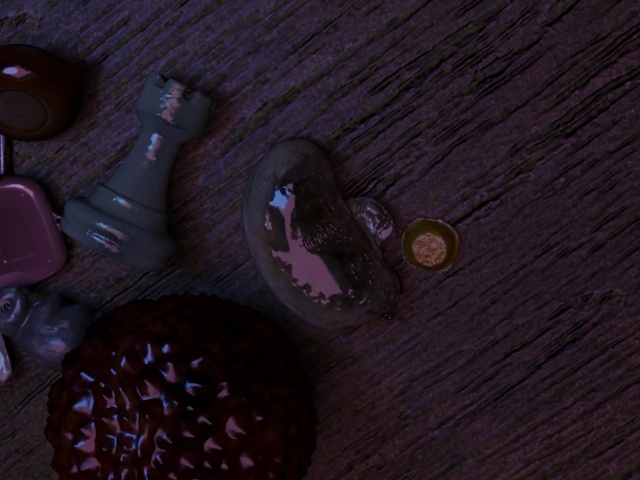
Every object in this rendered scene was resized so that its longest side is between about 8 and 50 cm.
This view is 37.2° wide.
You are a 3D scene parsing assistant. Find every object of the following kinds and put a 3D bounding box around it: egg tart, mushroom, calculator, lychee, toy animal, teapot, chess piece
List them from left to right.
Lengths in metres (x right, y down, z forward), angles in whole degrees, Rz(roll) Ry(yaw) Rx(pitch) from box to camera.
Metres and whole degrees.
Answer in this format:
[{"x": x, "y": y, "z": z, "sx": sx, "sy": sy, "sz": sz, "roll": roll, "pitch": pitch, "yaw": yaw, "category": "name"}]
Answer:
[{"x": -0.595, "y": 0.001, "z": 1.642, "sx": 0.329, "sy": 0.048, "sz": 0.220, "roll": -14, "pitch": 109, "yaw": 9, "category": "calculator"}, {"x": -0.502, "y": -0.250, "z": 1.569, "sx": 0.252, "sy": 0.135, "sz": 0.178, "roll": -9, "pitch": 134, "yaw": 12, "category": "teapot"}, {"x": -0.505, "y": 0.136, "z": 1.630, "sx": 0.251, "sy": 0.127, "sz": 0.125, "roll": 19, "pitch": 97, "yaw": -4, "category": "toy animal"}, {"x": -0.281, "y": -0.117, "z": 1.550, "sx": 0.194, "sy": 0.194, "sz": 0.299, "roll": 25, "pitch": 93, "yaw": 0, "category": "chess piece"}, {"x": -0.204, "y": 0.296, "z": 1.509, "sx": 0.424, "sy": 0.500, "sz": 0.425, "roll": -12, "pitch": 60, "yaw": 21, "category": "lychee"}, {"x": -0.001, "y": 0.000, "z": 1.564, "sx": 0.247, "sy": 0.130, "sz": 0.344, "roll": -20, "pitch": 99, "yaw": 13, "category": "mushroom"}, {"x": 0.183, "y": 0.011, "z": 1.594, "sx": 0.105, "sy": 0.039, "sz": 0.105, "roll": 1, "pitch": 103, "yaw": 6, "category": "egg tart"}]

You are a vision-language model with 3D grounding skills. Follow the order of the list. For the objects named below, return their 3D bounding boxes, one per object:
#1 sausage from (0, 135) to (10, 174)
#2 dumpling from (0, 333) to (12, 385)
[{"x": -0.547, "y": -0.119, "z": 1.643, "sx": 0.025, "sy": 0.028, "sz": 0.198, "roll": 8, "pitch": 101, "yaw": 22, "category": "sausage"}, {"x": -0.654, "y": 0.190, "z": 1.676, "sx": 0.215, "sy": 0.126, "sz": 0.166, "roll": -1, "pitch": 74, "yaw": 19, "category": "dumpling"}]
